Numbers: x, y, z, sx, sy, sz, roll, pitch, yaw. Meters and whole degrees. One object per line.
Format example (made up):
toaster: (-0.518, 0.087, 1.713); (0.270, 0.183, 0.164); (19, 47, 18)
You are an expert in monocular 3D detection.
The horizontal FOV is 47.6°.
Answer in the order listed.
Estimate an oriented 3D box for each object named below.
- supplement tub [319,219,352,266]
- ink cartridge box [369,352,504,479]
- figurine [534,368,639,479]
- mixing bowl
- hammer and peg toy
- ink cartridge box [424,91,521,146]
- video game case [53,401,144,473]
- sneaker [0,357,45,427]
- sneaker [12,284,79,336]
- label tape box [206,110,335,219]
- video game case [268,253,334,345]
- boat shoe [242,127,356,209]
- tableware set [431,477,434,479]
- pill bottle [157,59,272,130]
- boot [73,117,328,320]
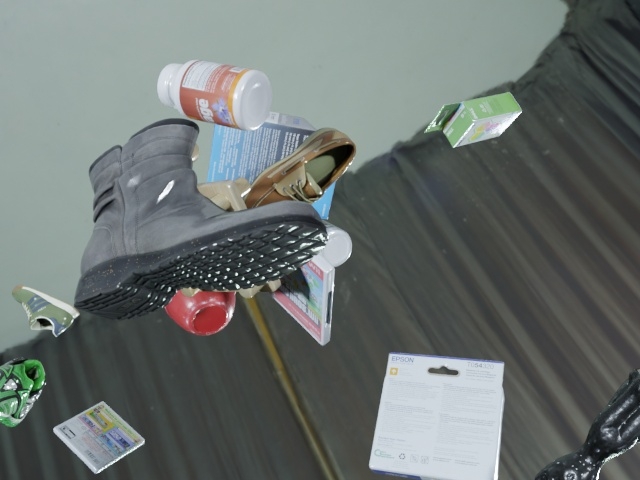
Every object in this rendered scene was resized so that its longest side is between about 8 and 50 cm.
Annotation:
supplement tub: (0.000, 0.000, 2.126); (0.117, 0.190, 0.116); (-8, 109, -25)
ink cartridge box: (0.318, 0.474, 1.939); (0.324, 0.330, 0.071); (2, 148, 21)
figurine: (0.404, 0.306, 0.895); (0.209, 0.215, 0.092); (-53, 147, 17)
mixing bowl: (-0.282, 0.164, 1.774); (0.182, 0.098, 0.181); (-13, 126, -18)
hammer and peg toy: (-0.246, -0.049, 1.501); (0.127, 0.266, 0.361); (-45, 120, -42)
ink cartridge box: (0.366, -0.286, 1.745); (0.209, 0.062, 0.109); (-15, 159, -28)
video game case: (-0.702, 0.622, 2.309); (0.193, 0.212, 0.023); (-25, 142, -50)
sneaker: (-0.668, 0.332, 1.611); (0.146, 0.134, 0.343); (-31, -178, -14)
sneaker: (-0.692, 0.175, 1.776); (0.064, 0.192, 0.086); (83, 30, -54)
label tape box: (-0.122, -0.209, 1.924); (0.334, 0.106, 0.240); (11, 115, -5)
video game case: (-0.050, 0.089, 1.601); (0.025, 0.204, 0.285); (-34, 149, -26)
boat shoe: (-0.049, -0.132, 1.640); (0.324, 0.120, 0.122); (-47, 122, -9)
tableware set: (0.240, 0.586, 1.608); (0.104, 0.024, 0.154); (-61, 143, -19)
pill bottle: (-0.216, -0.295, 1.459); (0.121, 0.216, 0.121); (-38, 136, -49)
boot: (-0.154, -0.051, 0.836); (0.338, 0.222, 0.118); (-14, 152, 23)
